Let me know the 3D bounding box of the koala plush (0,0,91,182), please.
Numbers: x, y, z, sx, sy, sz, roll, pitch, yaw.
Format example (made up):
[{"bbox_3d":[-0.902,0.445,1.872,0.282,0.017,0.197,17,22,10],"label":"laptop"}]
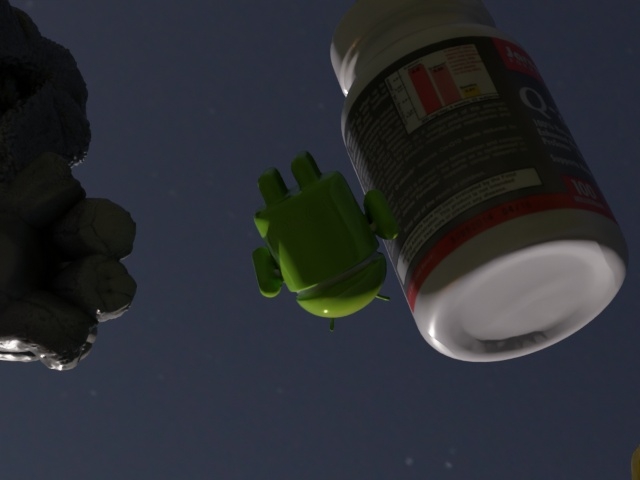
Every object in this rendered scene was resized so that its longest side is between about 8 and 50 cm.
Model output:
[{"bbox_3d":[-0.332,-0.095,1.364,0.221,0.203,0.196,-25,-89,22],"label":"koala plush"}]

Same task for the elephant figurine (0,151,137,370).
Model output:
[{"bbox_3d":[-0.246,0.038,1.222,0.169,0.186,0.239,-57,-165,-23],"label":"elephant figurine"}]

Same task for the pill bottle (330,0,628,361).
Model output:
[{"bbox_3d":[0.140,-0.081,1.545,0.210,0.210,0.363,-33,-127,18],"label":"pill bottle"}]

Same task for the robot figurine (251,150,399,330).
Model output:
[{"bbox_3d":[0.000,0.000,1.036,0.101,0.115,0.067,-27,-172,6],"label":"robot figurine"}]

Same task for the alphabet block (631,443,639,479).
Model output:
[{"bbox_3d":[0.388,0.236,1.327,0.193,0.197,0.192,108,-12,-52],"label":"alphabet block"}]
